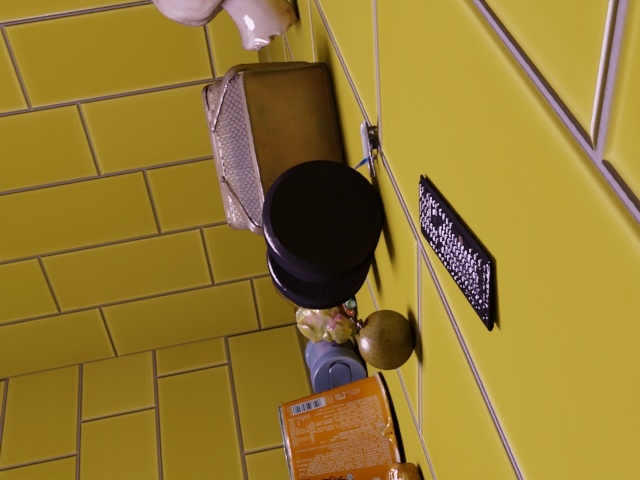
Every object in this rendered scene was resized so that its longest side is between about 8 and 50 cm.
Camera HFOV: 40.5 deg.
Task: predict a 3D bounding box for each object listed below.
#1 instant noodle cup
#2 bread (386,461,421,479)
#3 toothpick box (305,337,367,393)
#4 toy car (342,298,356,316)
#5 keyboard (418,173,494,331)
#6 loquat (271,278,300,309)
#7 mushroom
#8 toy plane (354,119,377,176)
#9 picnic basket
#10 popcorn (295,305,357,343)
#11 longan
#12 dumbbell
[{"bbox_3d":[0.030,0.328,1.381,0.216,0.172,0.215,170,90,-86],"label":"instant noodle cup"},{"bbox_3d":[0.116,0.339,1.170,0.081,0.046,0.083,168,93,-82],"label":"bread"},{"bbox_3d":[0.028,0.237,1.631,0.153,0.101,0.101,-115,15,-75],"label":"toothpick box"},{"bbox_3d":[0.039,0.079,1.555,0.059,0.035,0.121,-129,28,-77],"label":"toy car"},{"bbox_3d":[0.112,0.004,0.738,0.198,0.010,0.063,-112,14,-65],"label":"keyboard"},{"bbox_3d":[-0.031,0.048,1.690,0.152,0.152,0.195,-107,16,-52],"label":"loquat"},{"bbox_3d":[-0.156,-0.495,1.589,0.290,0.297,0.297,43,-177,-12],"label":"mushroom"},{"bbox_3d":[0.056,-0.114,1.035,0.084,0.024,0.077,97,164,-52],"label":"toy plane"},{"bbox_3d":[-0.066,-0.143,1.355,0.139,0.165,0.266,-1,101,57],"label":"picnic basket"},{"bbox_3d":[0.009,0.149,1.597,0.097,0.109,0.089,136,128,-74],"label":"popcorn"},{"bbox_3d":[0.071,0.114,1.021,0.075,0.083,0.075,-62,-1,-1],"label":"longan"},{"bbox_3d":[0.000,0.000,1.167,0.218,0.153,0.152,95,163,-73],"label":"dumbbell"}]
